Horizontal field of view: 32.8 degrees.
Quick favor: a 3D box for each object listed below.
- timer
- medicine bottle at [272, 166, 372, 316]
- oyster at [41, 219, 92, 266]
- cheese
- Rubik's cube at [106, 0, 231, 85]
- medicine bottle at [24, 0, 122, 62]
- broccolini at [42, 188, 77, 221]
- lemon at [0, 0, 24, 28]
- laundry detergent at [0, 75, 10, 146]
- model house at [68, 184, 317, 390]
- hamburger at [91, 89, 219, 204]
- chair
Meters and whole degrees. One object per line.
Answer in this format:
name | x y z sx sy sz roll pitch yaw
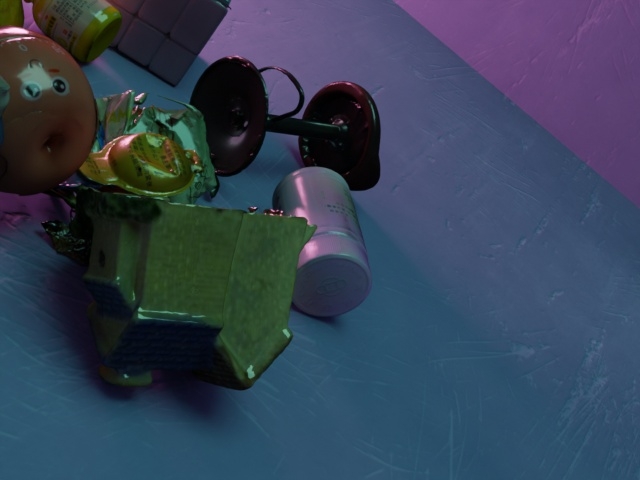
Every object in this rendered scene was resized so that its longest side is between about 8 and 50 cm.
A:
timer | -0.434 -0.184 1.538 0.215 0.230 0.229 44 28 23
medicine bottle | 0.000 0.000 1.943 0.152 0.152 0.254 23 32 -26
oyster | -0.357 0.008 1.643 0.132 0.029 0.086 9 40 -43
cheese | -0.303 -0.115 1.686 0.250 0.064 0.157 -5 45 -29
Rubik's cube | -0.313 -0.491 2.222 0.224 0.221 0.231 32 29 -13
medicine bottle | -0.491 -0.443 2.050 0.212 0.122 0.122 38 28 0
broccolini | -0.343 -0.051 1.682 0.271 0.062 0.123 28 27 -1
lemon | -0.587 -0.342 1.634 0.293 0.293 0.293 28 30 -18
laundry detergent | -0.482 -0.113 1.401 0.094 0.290 0.143 -8 55 -54
model house | -0.205 0.068 1.534 0.321 0.267 0.261 6 -1 -36
hamburger | -0.277 -0.162 1.861 0.260 0.150 0.276 37 28 -6
chair | -0.043 -0.220 2.143 0.401 0.226 0.227 5 43 -48
